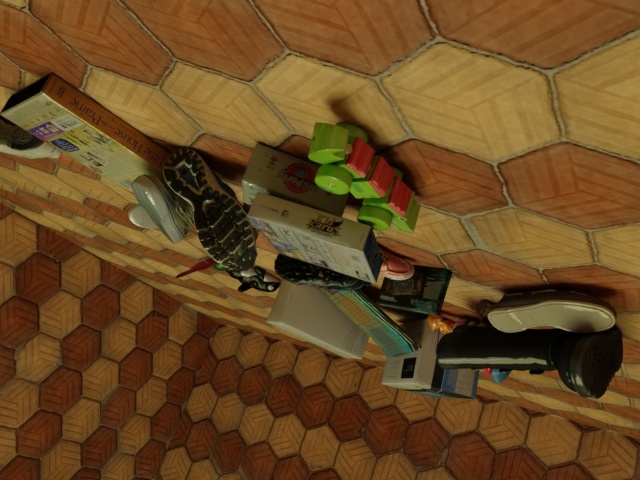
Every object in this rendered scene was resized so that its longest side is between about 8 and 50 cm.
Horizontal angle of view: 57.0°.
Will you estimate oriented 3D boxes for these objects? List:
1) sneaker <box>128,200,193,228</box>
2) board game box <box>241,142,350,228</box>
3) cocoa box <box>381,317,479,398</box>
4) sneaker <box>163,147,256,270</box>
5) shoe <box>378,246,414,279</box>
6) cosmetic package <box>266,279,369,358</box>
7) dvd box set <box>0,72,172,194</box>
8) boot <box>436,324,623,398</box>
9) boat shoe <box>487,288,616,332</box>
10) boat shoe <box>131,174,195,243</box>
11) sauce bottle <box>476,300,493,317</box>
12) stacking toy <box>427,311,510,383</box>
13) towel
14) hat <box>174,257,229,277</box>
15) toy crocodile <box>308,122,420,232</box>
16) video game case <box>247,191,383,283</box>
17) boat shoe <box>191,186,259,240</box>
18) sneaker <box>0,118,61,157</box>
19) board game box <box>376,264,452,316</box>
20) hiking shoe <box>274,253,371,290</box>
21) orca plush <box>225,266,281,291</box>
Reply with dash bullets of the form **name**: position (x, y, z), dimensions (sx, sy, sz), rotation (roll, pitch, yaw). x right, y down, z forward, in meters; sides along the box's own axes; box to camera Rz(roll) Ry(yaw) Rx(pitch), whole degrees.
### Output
- **sneaker**: position (-0.444, -0.092, 1.652), dimensions (0.212, 0.080, 0.094), rotation (-16, -152, -37)
- **board game box**: position (-0.062, -0.084, 1.356), dimensions (0.223, 0.098, 0.303), rotation (20, 164, -1)
- **cocoa box**: position (0.396, 0.430, 2.112), dimensions (0.227, 0.232, 0.347), rotation (16, 163, -9)
- **sneaker**: position (-0.241, -0.071, 1.413), dimensions (0.330, 0.129, 0.147), rotation (58, -173, 16)
- **shoe**: position (0.160, 0.052, 1.560), dimensions (0.177, 0.064, 0.081), rotation (19, 168, 18)
- **cosmetic package**: position (0.008, 0.291, 2.223), dimensions (0.365, 0.197, 0.155), rotation (29, 162, -19)
- **dvd box set**: position (-0.553, -0.243, 1.493), dimensions (0.307, 0.062, 0.420), rotation (0, 153, 47)
- **boot**: position (0.503, 0.292, 1.529), dimensions (0.444, 0.146, 0.366), rotation (-1, 177, 38)
- **boat shoe**: position (0.552, 0.156, 1.421), dimensions (0.112, 0.095, 0.335), rotation (49, 149, -17)
- **boat shoe**: position (-0.395, -0.094, 1.506), dimensions (0.109, 0.094, 0.302), rotation (39, 163, 15)
- **sauce bottle**: position (0.506, 0.211, 1.678), dimensions (0.128, 0.042, 0.042), rotation (24, 162, -14)
- **stacking toy**: position (0.473, 0.310, 1.874), dimensions (0.301, 0.175, 0.166), rotation (24, 168, 29)
- **towel**: position (0.158, 0.265, 2.030), dimensions (0.370, 0.040, 0.271), rotation (43, 160, 1)
- **hat**: position (-0.349, 0.099, 2.070), dimensions (0.208, 0.184, 0.173), rotation (13, 161, 24)
- **toy crocodile**: position (0.092, -0.110, 1.073), dimensions (0.105, 0.115, 0.340), rotation (4, 156, 43)
- **video game case**: position (0.000, 0.000, 1.251), dimensions (0.244, 0.061, 0.269), rotation (16, 166, 15)
- **boat shoe**: position (-0.276, -0.050, 1.654), dimensions (0.122, 0.120, 0.324), rotation (13, 161, 23)
- **sneaker**: position (-0.870, -0.278, 1.681), dimensions (0.296, 0.111, 0.129), rotation (15, 167, 22)
- **board game box**: position (0.249, 0.128, 1.584), dimensions (0.186, 0.126, 0.026), rotation (7, 158, 39)
- **hiking shoe**: position (-0.005, 0.109, 1.830), dimensions (0.303, 0.113, 0.132), rotation (11, 159, 29)
- **orca plush**: position (-0.297, 0.148, 2.291), dimensions (0.287, 0.102, 0.151), rotation (32, 159, -30)
